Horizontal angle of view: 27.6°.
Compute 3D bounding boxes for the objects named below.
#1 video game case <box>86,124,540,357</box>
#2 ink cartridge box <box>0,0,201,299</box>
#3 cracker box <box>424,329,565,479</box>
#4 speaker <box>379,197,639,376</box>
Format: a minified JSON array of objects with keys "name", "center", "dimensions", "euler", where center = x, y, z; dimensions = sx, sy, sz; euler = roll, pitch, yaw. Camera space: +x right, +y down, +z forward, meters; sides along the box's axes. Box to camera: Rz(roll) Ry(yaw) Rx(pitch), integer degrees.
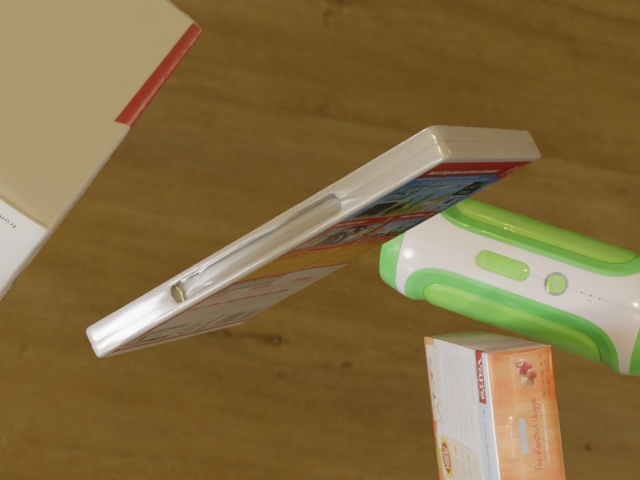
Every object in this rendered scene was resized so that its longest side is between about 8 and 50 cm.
[{"name":"video game case","center":[0.000,0.000,0.906],"dimensions":[0.025,0.285,0.204],"euler":[64,24,8]},{"name":"ink cartridge box","center":[-0.120,-0.024,0.465],"dimensions":[0.063,0.150,0.109],"euler":[37,51,-10]},{"name":"cracker box","center":[0.165,0.172,1.256],"dimensions":[0.067,0.232,0.155],"euler":[-6,91,-9]},{"name":"speaker","center":[0.216,0.039,1.329],"dimensions":[0.297,0.131,0.131],"euler":[19,53,20]}]
